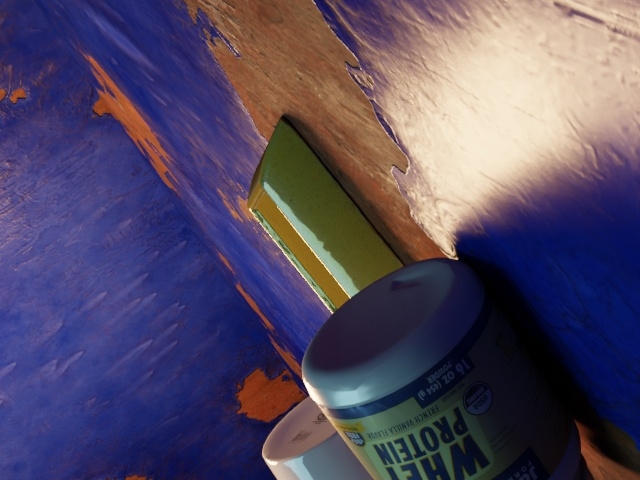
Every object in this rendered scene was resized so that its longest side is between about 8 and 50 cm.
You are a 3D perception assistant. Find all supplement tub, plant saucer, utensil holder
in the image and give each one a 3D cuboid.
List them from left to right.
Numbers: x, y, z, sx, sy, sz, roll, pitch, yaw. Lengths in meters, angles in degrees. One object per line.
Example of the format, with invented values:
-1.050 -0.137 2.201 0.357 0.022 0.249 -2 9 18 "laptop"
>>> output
0.000 0.000 1.538 0.332 0.081 0.333 52 170 0 "plant saucer"
0.107 0.517 2.204 0.385 0.328 0.327 56 169 -11 "utensil holder"
0.152 0.203 1.169 0.316 0.228 0.228 54 169 -17 "supplement tub"
